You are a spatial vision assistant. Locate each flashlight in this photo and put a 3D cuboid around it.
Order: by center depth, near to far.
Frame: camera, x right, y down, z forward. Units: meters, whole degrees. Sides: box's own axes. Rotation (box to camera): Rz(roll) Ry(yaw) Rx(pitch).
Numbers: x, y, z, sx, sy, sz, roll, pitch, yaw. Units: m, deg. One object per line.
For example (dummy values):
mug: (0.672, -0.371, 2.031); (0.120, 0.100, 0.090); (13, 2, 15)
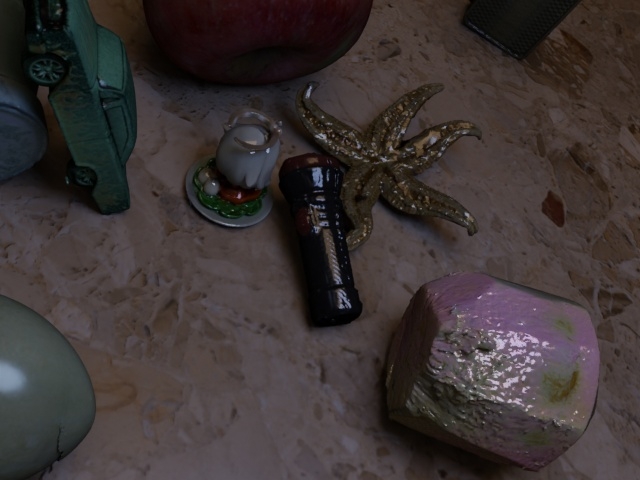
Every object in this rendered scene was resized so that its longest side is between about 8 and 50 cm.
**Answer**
flashlight: (0.000, 0.000, 1.009); (0.093, 0.093, 0.231); (0, 70, -25)

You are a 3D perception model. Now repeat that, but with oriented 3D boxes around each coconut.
coconut: (0.222, 0.165, 0.920); (0.245, 0.233, 0.233); (19, 51, -7)

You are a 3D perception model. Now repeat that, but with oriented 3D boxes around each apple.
apple: (-0.091, -0.384, 1.101); (0.345, 0.345, 0.269); (-6, 83, -28)

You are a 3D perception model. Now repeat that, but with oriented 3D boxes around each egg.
egg: (-0.339, 0.138, 0.707); (0.253, 0.186, 0.186); (16, 52, -14)

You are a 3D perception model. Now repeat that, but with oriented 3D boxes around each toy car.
toy car: (-0.269, -0.175, 0.878); (0.097, 0.320, 0.141); (-7, 59, -6)

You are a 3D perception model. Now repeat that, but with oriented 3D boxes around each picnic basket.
picnic basket: (0.414, -0.502, 1.465); (0.165, 0.266, 0.139); (32, 57, -6)

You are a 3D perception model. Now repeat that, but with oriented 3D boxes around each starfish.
starfish: (0.099, -0.130, 1.159); (0.327, 0.094, 0.375); (24, 58, -8)

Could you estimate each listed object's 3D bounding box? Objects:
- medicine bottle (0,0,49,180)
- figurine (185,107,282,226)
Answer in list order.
medicine bottle: (-0.448, -0.228, 0.885); (0.245, 0.245, 0.289); (-9, 70, -30)
figurine: (-0.107, -0.107, 1.009); (0.132, 0.153, 0.132); (12, 53, -16)
